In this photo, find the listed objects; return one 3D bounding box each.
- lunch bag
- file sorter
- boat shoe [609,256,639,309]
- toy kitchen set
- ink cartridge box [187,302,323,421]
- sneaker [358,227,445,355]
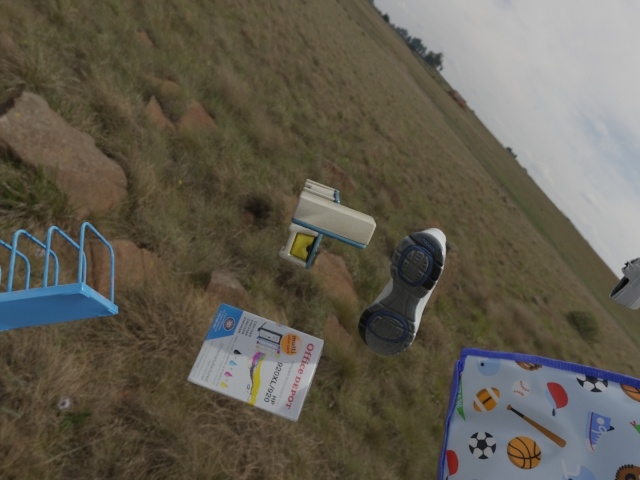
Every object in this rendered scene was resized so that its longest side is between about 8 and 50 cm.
[{"bbox_3d":[0.414,0.388,0.724,0.239,0.386,0.327,66,38,-58],"label":"lunch bag"},{"bbox_3d":[-0.380,0.049,0.551,0.118,0.171,0.104,102,-21,-65],"label":"file sorter"},{"bbox_3d":[0.675,0.070,0.875,0.063,0.184,0.066,21,52,24],"label":"boat shoe"},{"bbox_3d":[0.000,0.000,0.720,0.122,0.166,0.207,20,16,-4],"label":"toy kitchen set"},{"bbox_3d":[-0.128,0.266,0.896,0.233,0.168,0.171,19,70,5],"label":"ink cartridge box"},{"bbox_3d":[0.171,0.105,0.802,0.111,0.297,0.129,34,31,18],"label":"sneaker"}]
